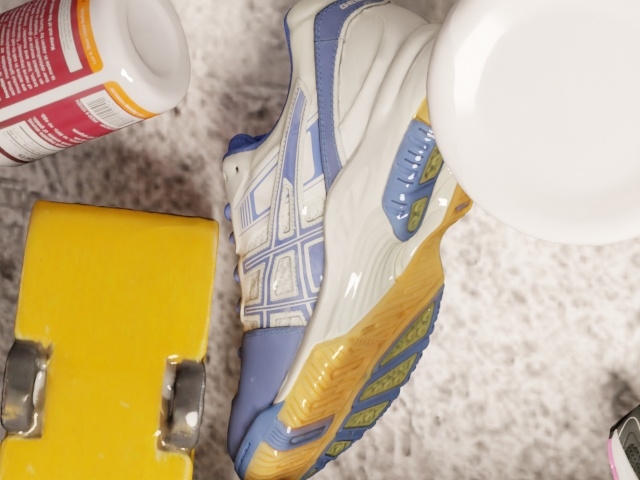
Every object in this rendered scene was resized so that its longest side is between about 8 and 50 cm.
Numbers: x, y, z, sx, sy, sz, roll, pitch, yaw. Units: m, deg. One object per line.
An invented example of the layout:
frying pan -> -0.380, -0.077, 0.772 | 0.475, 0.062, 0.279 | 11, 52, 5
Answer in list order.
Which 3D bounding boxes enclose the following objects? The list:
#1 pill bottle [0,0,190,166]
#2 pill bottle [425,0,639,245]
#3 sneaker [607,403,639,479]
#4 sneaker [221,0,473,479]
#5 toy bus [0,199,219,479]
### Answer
pill bottle -> -0.157, -0.092, 1.105 | 0.152, 0.086, 0.086 | -18, 102, 25
pill bottle -> 0.142, -0.093, 0.910 | 0.131, 0.229, 0.131 | 7, 111, 18
sneaker -> 0.230, 0.152, 1.070 | 0.077, 0.072, 0.178 | -38, 101, 16
sneaker -> 0.000, 0.000, 1.086 | 0.131, 0.112, 0.296 | 35, 117, 25
toy bus -> -0.126, 0.148, 1.082 | 0.108, 0.130, 0.333 | 6, 88, -5
